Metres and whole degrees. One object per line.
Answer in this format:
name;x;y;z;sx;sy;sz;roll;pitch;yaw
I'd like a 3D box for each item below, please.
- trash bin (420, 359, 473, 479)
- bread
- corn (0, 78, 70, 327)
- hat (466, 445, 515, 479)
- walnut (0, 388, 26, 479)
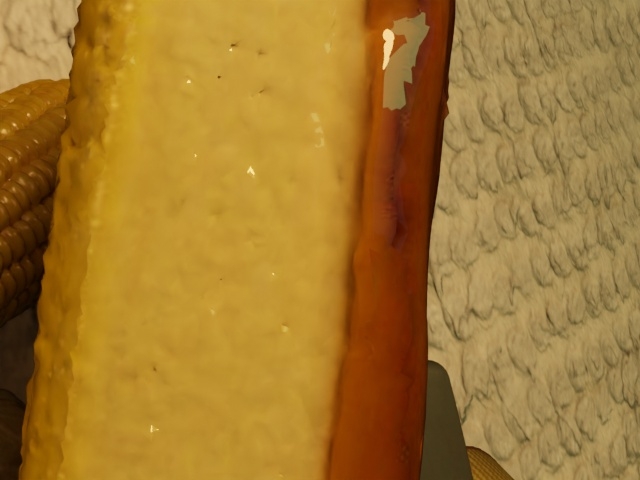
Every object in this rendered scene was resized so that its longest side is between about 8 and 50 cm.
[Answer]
trash bin;0.013;0.152;0.980;0.236;0.101;0.177;12;63;-64
bread;-0.027;0.027;0.692;0.323;0.143;0.333;-68;165;-85
corn;-0.156;-0.006;0.738;0.093;0.093;0.244;66;26;-14
hat;0.160;0.242;1.232;0.193;0.082;0.193;40;42;-50
walnut;-0.152;0.104;0.693;0.092;0.092;0.092;41;41;-48
